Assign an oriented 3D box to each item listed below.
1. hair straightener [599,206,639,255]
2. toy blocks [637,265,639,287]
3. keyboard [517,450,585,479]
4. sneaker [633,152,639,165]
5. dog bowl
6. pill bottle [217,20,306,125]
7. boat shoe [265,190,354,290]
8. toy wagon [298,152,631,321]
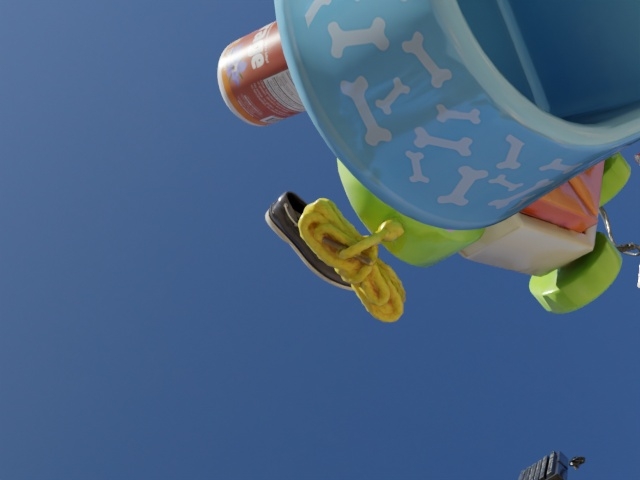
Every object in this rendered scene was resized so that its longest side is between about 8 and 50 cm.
[{"bbox_3d":[0.177,-0.079,0.737,0.230,0.047,0.089,48,-137,0],"label":"hair straightener"},{"bbox_3d":[0.500,0.197,1.212,0.260,0.309,0.289,15,-114,-24],"label":"toy blocks"},{"bbox_3d":[0.303,0.308,1.251,0.108,0.180,0.023,-29,-100,12],"label":"keyboard"},{"bbox_3d":[0.518,-0.107,1.425,0.057,0.075,0.161,-24,-63,-38],"label":"sneaker"},{"bbox_3d":[0.118,-0.113,0.421,0.297,0.074,0.166,-22,-90,-38],"label":"dog bowl"},{"bbox_3d":[-0.021,-0.229,1.194,0.121,0.216,0.121,15,-112,-44],"label":"pill bottle"},{"bbox_3d":[0.000,0.000,1.540,0.206,0.065,0.075,41,-144,9],"label":"boat shoe"},{"bbox_3d":[0.082,-0.081,0.542,0.267,0.068,0.344,48,-146,-13],"label":"toy wagon"}]
